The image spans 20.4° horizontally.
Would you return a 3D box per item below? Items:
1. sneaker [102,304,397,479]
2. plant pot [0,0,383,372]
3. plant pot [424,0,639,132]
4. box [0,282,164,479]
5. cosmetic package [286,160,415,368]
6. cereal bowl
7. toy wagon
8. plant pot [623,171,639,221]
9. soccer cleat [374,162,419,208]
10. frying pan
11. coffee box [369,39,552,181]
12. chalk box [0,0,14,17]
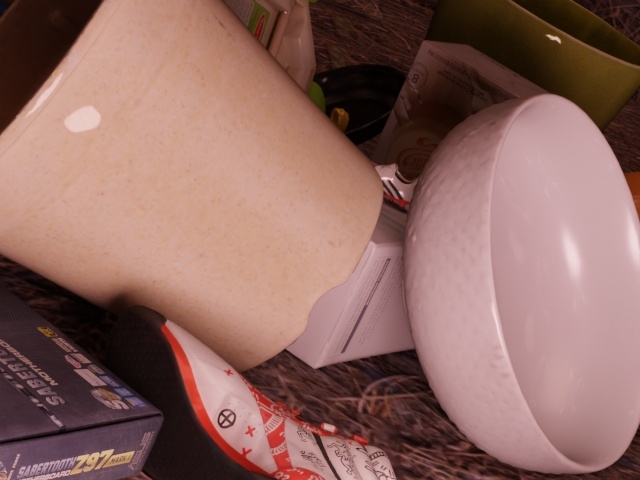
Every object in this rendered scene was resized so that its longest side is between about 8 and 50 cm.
[{"bbox_3d":[-0.046,0.150,1.308,0.145,0.090,0.270,9,27,-43],"label":"sneaker"},{"bbox_3d":[-0.129,-0.061,1.453,0.305,0.334,0.334,39,12,-21],"label":"plant pot"},{"bbox_3d":[0.215,-0.158,2.182,0.274,0.293,0.275,26,19,-10],"label":"plant pot"},{"bbox_3d":[-0.252,0.092,1.246,0.232,0.059,0.183,34,21,29],"label":"box"},{"bbox_3d":[0.000,0.000,1.721,0.224,0.138,0.224,34,18,26],"label":"cosmetic package"},{"bbox_3d":[0.172,0.045,1.610,0.141,0.339,0.339,-10,-2,32],"label":"cereal bowl"},{"bbox_3d":[-0.078,-0.164,1.862,0.068,0.267,0.344,13,-11,30],"label":"toy wagon"},{"bbox_3d":[0.353,0.058,1.957,0.205,0.205,0.188,23,33,-5],"label":"plant pot"},{"bbox_3d":[0.055,-0.061,1.676,0.083,0.036,0.029,25,18,0],"label":"soccer cleat"},{"bbox_3d":[0.034,-0.136,2.169,0.197,0.053,0.326,-20,29,-6],"label":"frying pan"},{"bbox_3d":[0.138,-0.075,1.931,0.141,0.246,0.098,34,21,30],"label":"coffee box"},{"bbox_3d":[-0.259,-0.246,1.826,0.179,0.289,0.180,28,18,9],"label":"chalk box"}]
